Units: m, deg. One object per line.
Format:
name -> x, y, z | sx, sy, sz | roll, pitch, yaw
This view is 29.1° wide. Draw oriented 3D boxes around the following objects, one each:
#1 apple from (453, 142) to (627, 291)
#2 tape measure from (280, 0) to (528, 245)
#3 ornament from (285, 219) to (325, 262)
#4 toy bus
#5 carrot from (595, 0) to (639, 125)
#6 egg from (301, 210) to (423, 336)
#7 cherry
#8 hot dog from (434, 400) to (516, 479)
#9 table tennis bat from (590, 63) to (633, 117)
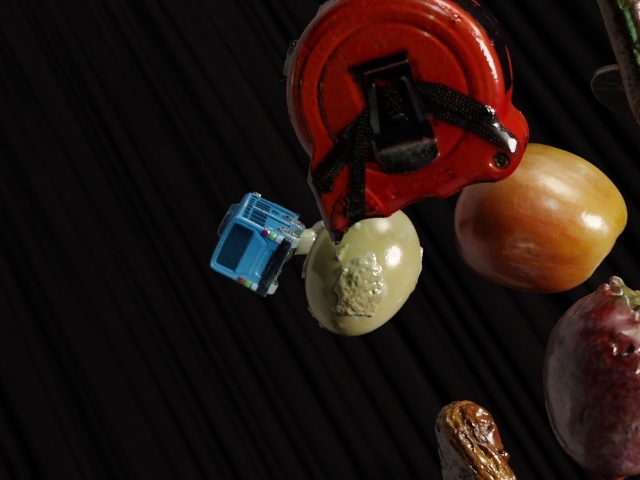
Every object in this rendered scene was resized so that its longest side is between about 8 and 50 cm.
apple -> 0.335, -0.023, 1.893 | 0.242, 0.241, 0.242 | -54, 158, -33
tape measure -> 0.078, -0.147, 1.291 | 0.253, 0.260, 0.114 | -17, -164, 20
ornament -> 0.000, 0.000, 1.921 | 0.156, 0.074, 0.081 | 3, 140, -42
toy bus -> -0.086, -0.001, 1.659 | 0.090, 0.106, 0.184 | -64, -176, 12
carrot -> 0.394, -0.266, 1.569 | 0.070, 0.260, 0.070 | -22, -177, 1
egg -> 0.061, 0.041, 1.758 | 0.201, 0.164, 0.164 | -62, 165, -10
cherry -> 0.347, 0.174, 1.421 | 0.175, 0.192, 0.249 | -24, 126, -47
hot dog -> 0.216, 0.324, 1.713 | 0.099, 0.160, 0.227 | -15, 123, 0
table tennis bat -> 0.527, -0.231, 1.938 | 0.130, 0.220, 0.019 | 46, 63, -40
